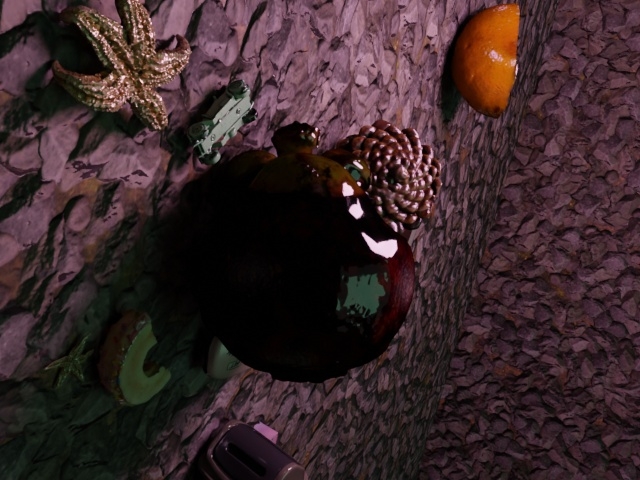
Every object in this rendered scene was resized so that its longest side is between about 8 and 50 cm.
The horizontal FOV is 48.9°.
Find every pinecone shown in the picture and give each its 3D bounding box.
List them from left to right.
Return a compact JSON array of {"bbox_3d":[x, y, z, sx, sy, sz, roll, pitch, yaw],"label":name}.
[{"bbox_3d":[0.130,-0.118,1.552,0.264,0.264,0.264,-45,146,-43],"label":"pinecone"}]

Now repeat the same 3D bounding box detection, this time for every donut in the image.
[{"bbox_3d":[-0.297,0.193,1.091,0.108,0.065,0.166,-49,149,-39],"label":"donut"}]

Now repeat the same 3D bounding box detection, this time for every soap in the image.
[{"bbox_3d":[-0.153,0.506,1.642,0.100,0.056,0.149,-14,121,-64],"label":"soap"}]

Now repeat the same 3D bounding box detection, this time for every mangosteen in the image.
[{"bbox_3d":[-0.043,0.033,1.196,0.381,0.421,0.381,-22,156,-10],"label":"mangosteen"}]

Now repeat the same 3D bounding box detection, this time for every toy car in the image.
[{"bbox_3d":[-0.157,-0.188,1.113,0.143,0.054,0.073,-53,150,-25],"label":"toy car"}]

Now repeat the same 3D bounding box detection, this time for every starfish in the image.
[{"bbox_3d":[-0.357,0.172,1.009,0.092,0.016,0.086,-62,157,-5],"label":"starfish"},{"bbox_3d":[-0.237,-0.226,0.908,0.216,0.071,0.238,-49,155,-28],"label":"starfish"}]

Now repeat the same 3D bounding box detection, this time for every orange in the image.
[{"bbox_3d":[0.497,-0.508,2.017,0.274,0.274,0.310,3,62,-65],"label":"orange"}]

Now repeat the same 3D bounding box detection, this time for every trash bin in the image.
[{"bbox_3d":[-0.153,0.537,1.483,0.182,0.209,0.290,-22,133,-51],"label":"trash bin"}]

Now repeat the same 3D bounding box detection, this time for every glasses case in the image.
[{"bbox_3d":[-0.132,0.186,1.419,0.314,0.075,0.122,-18,127,-61],"label":"glasses case"}]

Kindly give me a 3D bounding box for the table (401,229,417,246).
[{"bbox_3d":[0.192,-0.069,1.856,0.111,0.121,0.240,26,83,-66],"label":"table"}]
